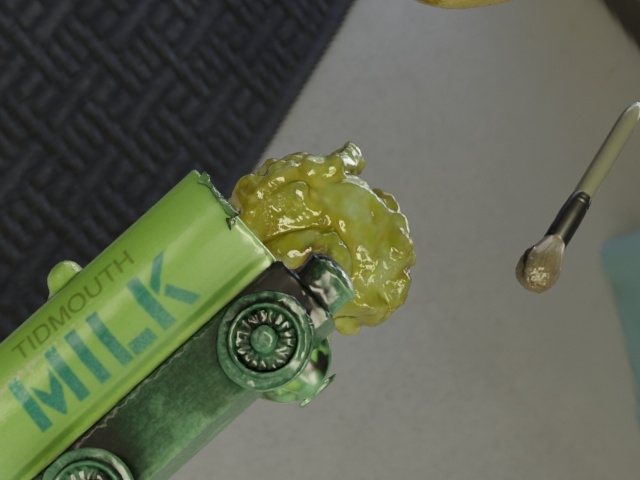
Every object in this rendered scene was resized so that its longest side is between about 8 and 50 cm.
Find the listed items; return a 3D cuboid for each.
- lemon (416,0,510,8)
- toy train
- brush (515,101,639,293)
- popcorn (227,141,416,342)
[{"bbox_3d":[0.115,-0.299,1.370,0.204,0.204,0.260,36,12,-27],"label":"lemon"},{"bbox_3d":[-0.106,0.072,0.941,0.157,0.253,0.105,48,-1,12],"label":"toy train"},{"bbox_3d":[0.270,-0.053,1.654,0.042,0.039,0.299,21,52,18],"label":"brush"},{"bbox_3d":[0.000,0.000,1.979,0.256,0.195,0.255,36,63,-15],"label":"popcorn"}]
